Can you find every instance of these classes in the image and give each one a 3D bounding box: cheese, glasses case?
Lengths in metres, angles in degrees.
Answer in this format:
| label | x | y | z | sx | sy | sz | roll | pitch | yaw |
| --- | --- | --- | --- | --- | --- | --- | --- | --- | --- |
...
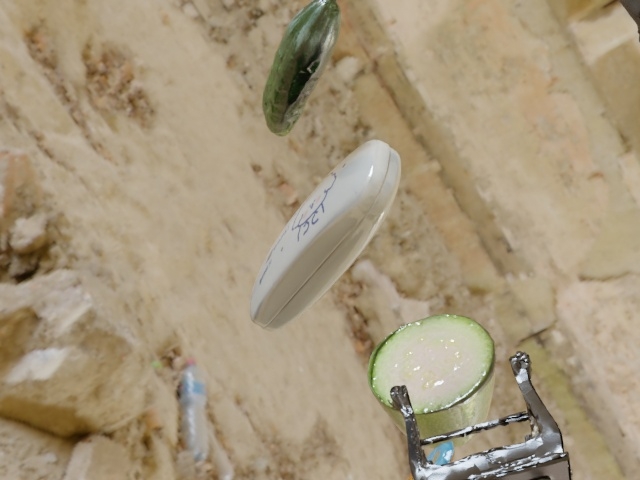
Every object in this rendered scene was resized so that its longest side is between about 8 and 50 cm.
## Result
| label | x | y | z | sx | sy | sz | roll | pitch | yaw |
| --- | --- | --- | --- | --- | --- | --- | --- | --- | --- |
| cheese | 0.119 | 0.245 | 1.070 | 0.017 | 0.111 | 0.047 | 33 | 59 | -4 |
| glasses case | 0.000 | 0.000 | 0.757 | 0.049 | 0.197 | 0.076 | 28 | 44 | -14 |

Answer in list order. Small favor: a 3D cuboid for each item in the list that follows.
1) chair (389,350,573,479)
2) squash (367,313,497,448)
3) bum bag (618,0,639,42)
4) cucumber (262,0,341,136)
| label | x | y | z | sx | sy | sz | roll | pitch | yaw |
| --- | --- | --- | --- | --- | --- | --- | --- | --- | --- |
| chair | 0.128 | 0.203 | 0.659 | 0.229 | 0.106 | 0.113 | -103 | 175 | -50 |
| squash | 0.149 | 0.190 | 1.278 | 0.170 | 0.170 | 0.123 | -91 | 170 | -53 |
| bum bag | 0.276 | -0.240 | 0.817 | 0.060 | 0.123 | 0.248 | 7 | 41 | -42 |
| cucumber | -0.017 | -0.125 | 0.724 | 0.039 | 0.168 | 0.039 | 9 | 58 | -14 |
